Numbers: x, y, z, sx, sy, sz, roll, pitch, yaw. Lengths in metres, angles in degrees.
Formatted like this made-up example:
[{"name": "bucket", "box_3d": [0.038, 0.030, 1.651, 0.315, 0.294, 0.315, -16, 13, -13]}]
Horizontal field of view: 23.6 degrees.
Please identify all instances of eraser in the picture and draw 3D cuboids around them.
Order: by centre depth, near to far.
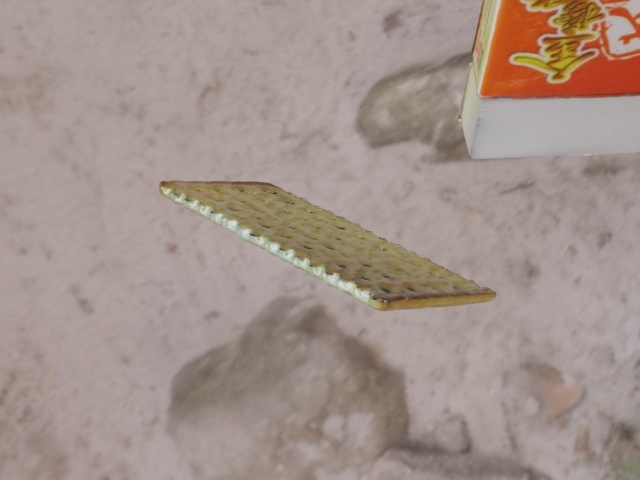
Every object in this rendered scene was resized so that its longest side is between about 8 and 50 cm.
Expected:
[{"name": "eraser", "box_3d": [0.164, -0.127, 0.794, 0.157, 0.038, 0.230, -3, 145, -7]}]

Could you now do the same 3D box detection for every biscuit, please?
[{"name": "biscuit", "box_3d": [0.000, 0.000, 1.096, 0.231, 0.139, 0.016, 27, 108, 37]}]
